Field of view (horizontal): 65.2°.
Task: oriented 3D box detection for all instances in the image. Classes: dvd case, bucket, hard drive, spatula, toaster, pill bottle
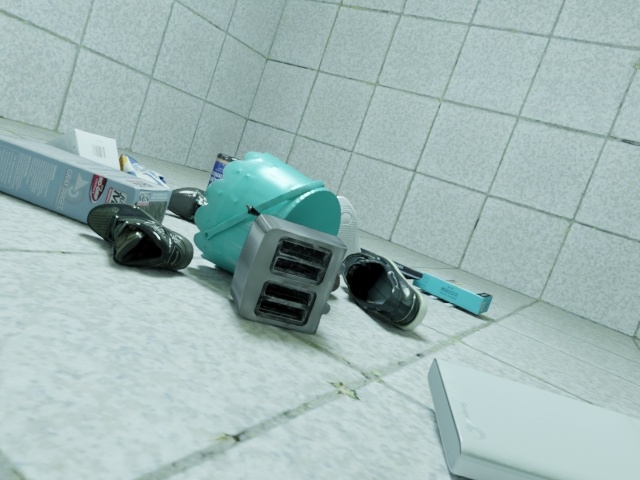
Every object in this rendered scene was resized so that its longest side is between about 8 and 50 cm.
[{"bbox_3d":[0.205,0.081,1.702,0.239,0.029,0.179,23,-10,-13],"label":"dvd case"},{"bbox_3d":[-0.099,-0.031,1.040,0.183,0.280,0.281,28,10,27],"label":"bucket"},{"bbox_3d":[0.297,0.250,0.621,0.308,0.040,0.203,17,16,0],"label":"hard drive"},{"bbox_3d":[0.432,0.196,1.731,0.168,0.019,0.242,25,9,36],"label":"spatula"},{"bbox_3d":[-0.060,0.052,0.859,0.186,0.167,0.110,18,8,-20],"label":"toaster"},{"bbox_3d":[-0.331,-0.183,1.746,0.123,0.219,0.123,19,6,-2],"label":"pill bottle"}]

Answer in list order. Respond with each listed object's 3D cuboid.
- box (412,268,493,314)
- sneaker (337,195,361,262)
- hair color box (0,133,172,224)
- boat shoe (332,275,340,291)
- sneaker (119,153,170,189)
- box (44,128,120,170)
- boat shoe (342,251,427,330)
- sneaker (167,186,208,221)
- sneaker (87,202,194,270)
[{"bbox_3d":[0.441,0.168,1.682,0.244,0.060,0.101,24,12,34],"label":"box"},{"bbox_3d":[0.060,-0.013,1.555,0.094,0.255,0.151,-17,12,-14],"label":"sneaker"},{"bbox_3d":[-0.554,-0.127,1.128,0.375,0.113,0.185,19,7,5],"label":"hair color box"},{"bbox_3d":[-0.083,0.035,1.241,0.325,0.096,0.117,20,46,36],"label":"boat shoe"},{"bbox_3d":[-0.562,-0.183,1.570,0.131,0.111,0.296,8,23,-36],"label":"sneaker"},{"bbox_3d":[-0.642,-0.211,1.315,0.171,0.090,0.130,-15,-7,22],"label":"box"},{"bbox_3d":[0.116,0.096,1.192,0.113,0.127,0.340,29,11,-29],"label":"boat shoe"},{"bbox_3d":[-0.332,-0.088,1.500,0.268,0.101,0.106,17,10,-20],"label":"sneaker"},{"bbox_3d":[-0.354,-0.015,0.910,0.228,0.087,0.130,27,2,17],"label":"sneaker"}]
